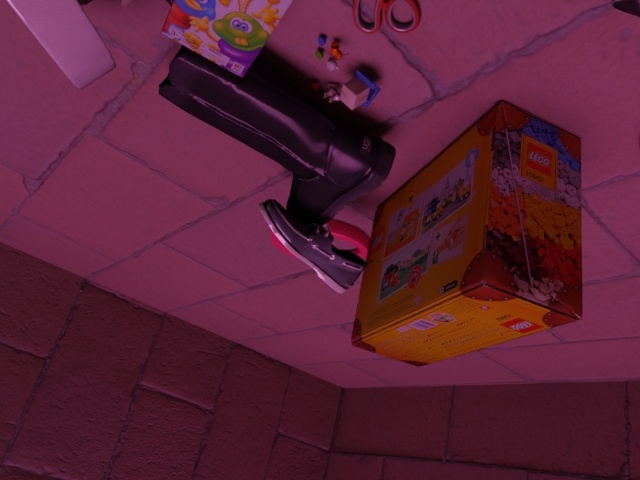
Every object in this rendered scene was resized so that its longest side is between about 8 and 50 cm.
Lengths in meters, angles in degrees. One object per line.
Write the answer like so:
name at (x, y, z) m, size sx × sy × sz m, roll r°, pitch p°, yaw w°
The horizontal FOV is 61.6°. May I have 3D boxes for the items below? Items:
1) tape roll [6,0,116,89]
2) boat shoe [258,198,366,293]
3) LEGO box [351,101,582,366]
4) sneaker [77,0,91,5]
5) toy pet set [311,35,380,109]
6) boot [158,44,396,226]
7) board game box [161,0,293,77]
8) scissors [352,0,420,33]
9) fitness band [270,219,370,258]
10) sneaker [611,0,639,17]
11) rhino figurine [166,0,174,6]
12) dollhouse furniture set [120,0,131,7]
tape roll at (-0.432, -0.391, 0.732) m, size 0.392 × 0.072 × 0.392 m, roll 50°, pitch 171°, yaw 11°
boat shoe at (-0.012, -0.002, 1.219) m, size 0.099 × 0.116 × 0.319 m, roll -39°, pitch 123°, yaw 11°
LEGO box at (0.277, 0.024, 1.117) m, size 0.193 × 0.372 × 0.500 m, roll 21°, pitch 153°, yaw -14°
sneaker at (-0.420, -0.437, 0.916) m, size 0.135 × 0.052 × 0.058 m, roll -4°, pitch 144°, yaw 30°
toy pet set at (0.049, -0.300, 0.970) m, size 0.114 × 0.065 × 0.122 m, roll 45°, pitch 155°, yaw 15°
boot at (-0.127, -0.205, 1.116) m, size 0.446 × 0.146 × 0.367 m, roll 25°, pitch 148°, yaw -23°
board game box at (-0.103, -0.387, 0.755) m, size 0.144 × 0.142 × 0.275 m, roll 24°, pitch 152°, yaw -20°
scissors at (0.106, -0.405, 0.754) m, size 0.109 × 0.021 × 0.297 m, roll 13°, pitch 155°, yaw 5°
fitness band at (0.000, 0.000, 1.565) m, size 0.291 × 0.054 × 0.209 m, roll 13°, pitch 151°, yaw -1°
sneaker at (0.379, -0.242, 0.548) m, size 0.229 × 0.132 × 0.086 m, roll 3°, pitch 125°, yaw -43°
rhino figurine at (-0.285, -0.446, 0.805) m, size 0.106 × 0.073 × 0.243 m, roll 16°, pitch 159°, yaw 28°
dollhouse furniture set at (-0.245, -0.447, 0.578) m, size 0.135 × 0.259 × 0.262 m, roll -8°, pitch 146°, yaw 40°
